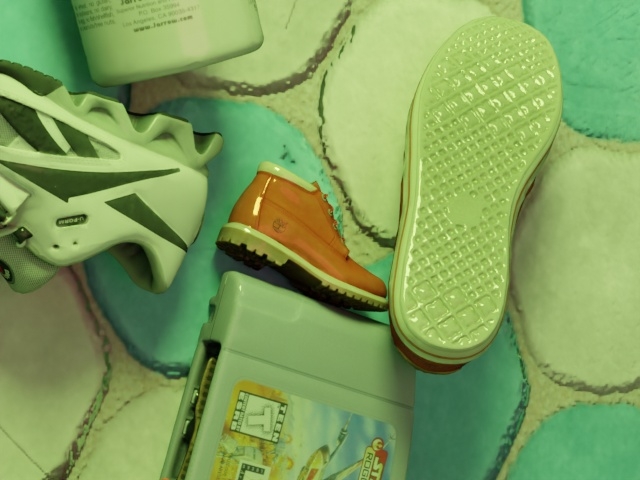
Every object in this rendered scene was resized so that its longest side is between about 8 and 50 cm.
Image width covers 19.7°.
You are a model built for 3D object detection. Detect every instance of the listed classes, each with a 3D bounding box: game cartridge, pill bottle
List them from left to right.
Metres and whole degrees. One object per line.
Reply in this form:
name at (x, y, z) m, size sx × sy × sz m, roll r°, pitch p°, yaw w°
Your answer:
pill bottle at (-0.128, -0.235, 1.327) m, size 0.131 × 0.131 × 0.229 m, roll -18°, pitch 100°, yaw -30°
game cartridge at (-0.029, 0.192, 1.441) m, size 0.198 × 0.062 × 0.297 m, roll 19°, pitch 81°, yaw -26°

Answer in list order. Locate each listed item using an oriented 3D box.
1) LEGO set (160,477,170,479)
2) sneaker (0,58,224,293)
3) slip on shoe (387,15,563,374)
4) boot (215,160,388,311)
LEGO set at (-0.047, 0.218, 1.342) m, size 0.287 × 0.132 × 0.107 m, roll 20°, pitch 62°, yaw -7°
sneaker at (-0.221, -0.043, 1.277) m, size 0.330 × 0.122 × 0.146 m, roll 16°, pitch 80°, yaw -31°
slip on shoe at (0.117, -0.040, 1.494) m, size 0.123 × 0.101 × 0.331 m, roll 15°, pitch 63°, yaw -2°
boot at (0.000, 0.000, 1.455) m, size 0.158 × 0.059 × 0.085 m, roll 31°, pitch 70°, yaw -27°
